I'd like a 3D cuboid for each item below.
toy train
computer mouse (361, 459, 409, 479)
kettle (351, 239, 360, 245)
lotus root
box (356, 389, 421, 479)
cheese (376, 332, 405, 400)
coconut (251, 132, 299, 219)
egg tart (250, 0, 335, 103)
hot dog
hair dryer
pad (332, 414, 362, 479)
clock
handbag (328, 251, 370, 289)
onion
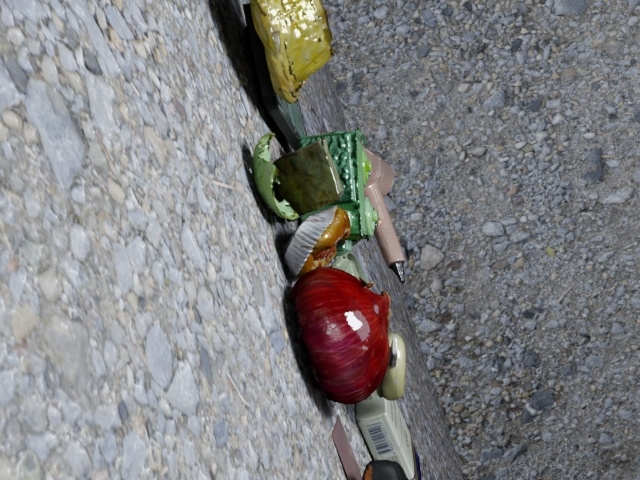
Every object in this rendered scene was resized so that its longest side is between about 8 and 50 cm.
[{"bbox_3d":[0.032,-0.105,1.905,0.188,0.159,0.272,32,54,-75],"label":"toy train"},{"bbox_3d":[0.123,0.503,1.465,0.323,0.116,0.183,-106,173,-56],"label":"computer mouse"},{"bbox_3d":[0.034,-0.071,2.123,0.127,0.098,0.148,30,33,-34],"label":"kettle"},{"bbox_3d":[-0.023,-0.113,1.687,0.235,0.138,0.119,-111,176,-86],"label":"lotus root"},{"bbox_3d":[0.146,0.421,1.896,0.168,0.071,0.259,-87,158,-65],"label":"box"},{"bbox_3d":[0.132,0.220,1.660,0.251,0.054,0.127,83,8,-72],"label":"cheese"},{"bbox_3d":[-0.087,-0.106,1.553,0.133,0.055,0.158,-7,81,-82],"label":"coconut"},{"bbox_3d":[-0.060,-0.447,1.751,0.345,0.132,0.345,-15,90,-84],"label":"egg tart"},{"bbox_3d":[0.000,0.000,1.660,0.075,0.144,0.268,36,13,7],"label":"hot dog"},{"bbox_3d":[0.129,-0.061,2.054,0.189,0.106,0.344,26,40,-61],"label":"hair dryer"},{"bbox_3d":[0.057,0.411,1.592,0.113,0.006,0.188,-48,119,-78],"label":"pad"},{"bbox_3d":[-0.100,-0.340,1.944,0.273,0.049,0.279,51,24,-65],"label":"clock"},{"bbox_3d":[0.071,0.152,1.849,0.219,0.079,0.256,-52,125,-65],"label":"handbag"},{"bbox_3d":[0.040,0.159,1.533,0.248,0.161,0.248,27,59,-60],"label":"onion"}]
